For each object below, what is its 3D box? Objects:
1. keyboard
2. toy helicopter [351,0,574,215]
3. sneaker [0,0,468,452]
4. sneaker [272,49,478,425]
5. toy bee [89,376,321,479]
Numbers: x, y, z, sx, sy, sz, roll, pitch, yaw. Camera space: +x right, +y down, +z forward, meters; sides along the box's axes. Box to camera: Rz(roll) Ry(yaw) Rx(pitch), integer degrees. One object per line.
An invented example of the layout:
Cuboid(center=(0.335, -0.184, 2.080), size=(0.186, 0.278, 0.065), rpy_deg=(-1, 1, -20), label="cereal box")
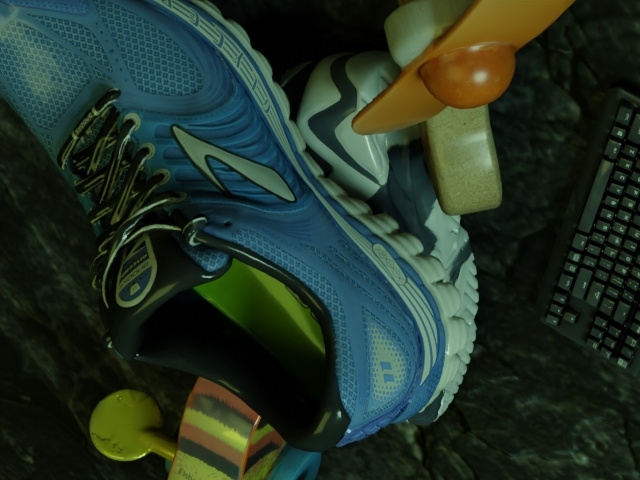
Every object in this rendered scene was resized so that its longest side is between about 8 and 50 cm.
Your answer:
Cuboid(center=(0.185, 0.005, 0.899), size=(0.108, 0.023, 0.180), rpy_deg=(27, 136, 16), label="keyboard")
Cuboid(center=(0.059, -0.123, 0.767), size=(0.140, 0.235, 0.355), rpy_deg=(-16, 142, 0), label="toy helicopter")
Cuboid(center=(-0.072, -0.021, 0.860), size=(0.330, 0.147, 0.130), rpy_deg=(44, 124, 10), label="sneaker")
Cuboid(center=(0.000, 0.000, 0.979), size=(0.153, 0.094, 0.235), rpy_deg=(3, 125, 36), label="sneaker")
Cuboid(center=(-0.067, 0.194, 1.136), size=(0.195, 0.162, 0.298), rpy_deg=(9, 128, 29), label="toy bee")
